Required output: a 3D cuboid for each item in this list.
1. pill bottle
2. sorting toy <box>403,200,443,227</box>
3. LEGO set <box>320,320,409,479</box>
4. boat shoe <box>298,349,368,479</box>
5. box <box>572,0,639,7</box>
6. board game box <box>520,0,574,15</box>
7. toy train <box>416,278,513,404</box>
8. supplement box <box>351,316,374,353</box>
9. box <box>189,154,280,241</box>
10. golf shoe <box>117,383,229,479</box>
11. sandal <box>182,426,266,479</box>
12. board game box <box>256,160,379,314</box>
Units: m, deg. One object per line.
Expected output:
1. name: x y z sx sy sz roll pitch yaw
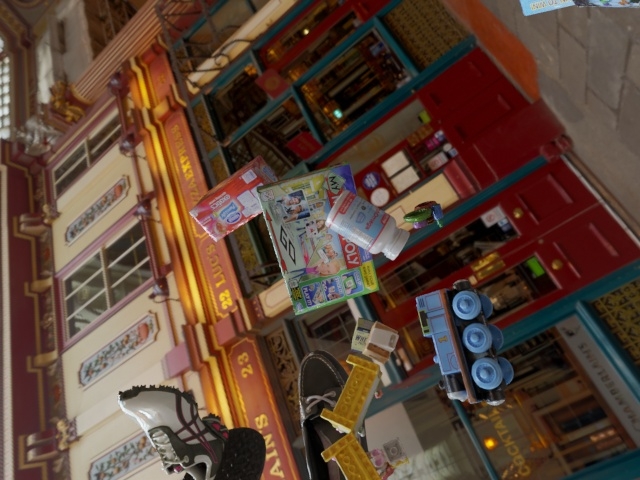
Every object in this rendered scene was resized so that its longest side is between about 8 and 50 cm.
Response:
1. pill bottle: 0.096 -0.029 0.878 0.160 0.087 0.087 31 -161 3
2. sorting toy: 0.193 -0.040 0.781 0.102 0.061 0.042 -37 -69 -52
3. LEGO set: 0.074 0.260 0.574 0.107 0.132 0.287 68 -171 -46
4. boat shoe: 0.026 0.352 0.750 0.095 0.112 0.336 51 -158 -64
5. box: 0.288 -0.274 0.272 0.044 0.233 0.159 6 -160 -42
6. board game box: 0.528 -0.643 0.863 0.308 0.086 0.302 19 157 52
7. toy train: 0.215 0.154 0.650 0.080 0.105 0.184 15 -122 -49
8. supplement box: 0.137 0.306 1.385 0.056 0.084 0.083 14 -166 4
9. box: -0.252 -0.126 1.308 0.128 0.256 0.123 51 -158 -20
10. golf shoe: -0.276 0.370 0.825 0.273 0.105 0.120 51 -158 -34
11. sandal: -0.280 0.658 1.048 0.167 0.446 0.107 28 168 16
12. board game box: 0.000 0.000 0.996 0.046 0.213 0.318 -111 5 -69
